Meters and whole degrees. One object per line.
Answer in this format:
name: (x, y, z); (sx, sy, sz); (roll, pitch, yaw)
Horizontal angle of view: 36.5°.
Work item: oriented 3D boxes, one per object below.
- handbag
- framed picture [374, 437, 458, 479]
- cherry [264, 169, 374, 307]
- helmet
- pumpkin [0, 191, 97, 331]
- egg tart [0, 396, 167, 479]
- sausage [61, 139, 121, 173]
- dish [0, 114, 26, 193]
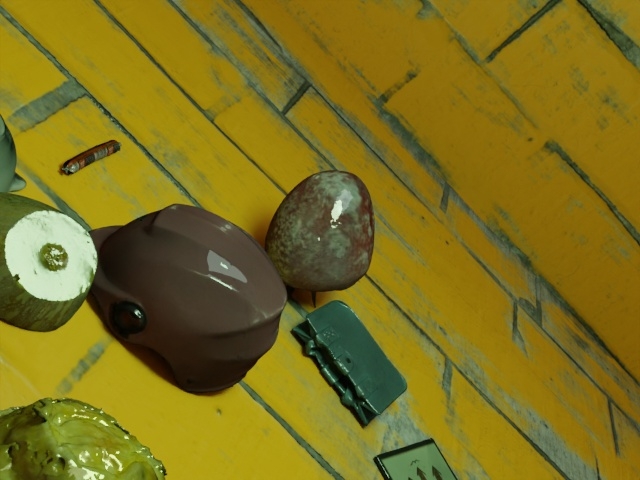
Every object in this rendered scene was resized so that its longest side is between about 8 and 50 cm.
handbag: (0.056, 0.228, 1.843); (0.229, 0.062, 0.179); (53, 24, 8)
framed picture: (0.237, 0.521, 1.786); (0.244, 0.013, 0.324); (4, 50, -59)
cherry: (0.000, 0.000, 1.894); (0.213, 0.285, 0.236); (9, 18, -2)
helmet: (-0.193, 0.061, 1.504); (0.338, 0.197, 0.271); (48, 26, -5)
pumpkin: (-0.386, 0.015, 1.330); (0.217, 0.110, 0.217); (38, 40, -40)
egg tart: (-0.269, 0.257, 1.089); (0.291, 0.107, 0.291); (31, 9, -5)
sausage: (-0.391, -0.145, 1.668); (0.198, 0.025, 0.028); (-51, 131, -65)
dish: (-0.511, -0.160, 1.407); (0.236, 0.086, 0.228); (46, 24, -9)
